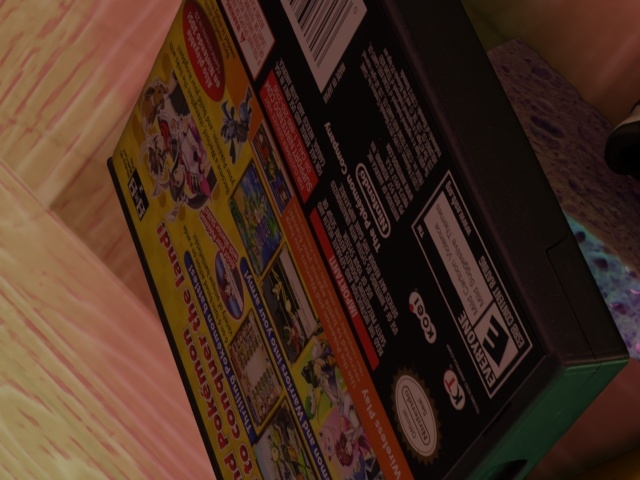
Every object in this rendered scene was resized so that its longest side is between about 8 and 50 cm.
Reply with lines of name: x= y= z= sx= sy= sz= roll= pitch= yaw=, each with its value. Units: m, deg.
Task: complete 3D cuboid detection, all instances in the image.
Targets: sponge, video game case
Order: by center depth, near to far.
video game case: x=0.000 y=0.000 z=0.759 sx=0.248 sy=0.035 sz=0.275 roll=-58 pitch=45 yaw=47
sponge: x=0.130 y=0.005 z=0.770 sx=0.210 sy=0.117 sz=0.031 roll=43 pitch=116 yaw=8

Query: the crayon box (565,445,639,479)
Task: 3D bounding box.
crayon box: x=0.126 y=0.303 z=0.836 sx=0.313 sy=0.106 sz=0.363 roll=-32 pitch=90 yaw=38

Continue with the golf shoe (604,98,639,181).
golf shoe: x=0.188 y=0.010 z=0.738 sx=0.186 sy=0.086 sz=0.067 roll=45 pitch=138 yaw=26
